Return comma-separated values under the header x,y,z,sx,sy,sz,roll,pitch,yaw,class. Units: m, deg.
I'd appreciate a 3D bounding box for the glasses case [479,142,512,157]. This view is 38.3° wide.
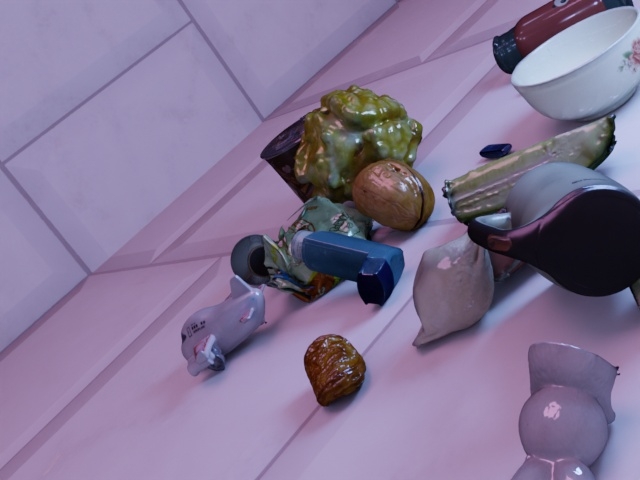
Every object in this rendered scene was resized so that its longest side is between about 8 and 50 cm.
x,y,z,sx,sy,sz,roll,pitch,yaw,class
0.373,-0.188,1.952,0.033,0.023,0.083,-37,19,-22,glasses case

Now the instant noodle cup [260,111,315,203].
x,y,z,sx,sy,sz,roll,pitch,yaw,class
-0.011,-0.198,2.371,0.217,0.207,0.217,-33,17,11,instant noodle cup

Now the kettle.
x,y,z,sx,sy,sz,roll,pitch,yaw,class
0.323,-0.013,1.258,0.240,0.165,0.255,-3,11,3,kettle

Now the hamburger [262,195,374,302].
x,y,z,sx,sy,sz,roll,pitch,yaw,class
-0.005,-0.004,1.964,0.260,0.150,0.276,-26,19,21,hamburger

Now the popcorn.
x,y,z,sx,sy,sz,roll,pitch,yaw,class
0.076,-0.213,2.133,0.274,0.279,0.335,-26,18,-30,popcorn

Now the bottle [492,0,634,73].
x,y,z,sx,sy,sz,roll,pitch,yaw,class
0.571,-0.511,2.218,0.336,0.144,0.144,-22,22,37,bottle

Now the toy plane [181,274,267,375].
x,y,z,sx,sy,sz,roll,pitch,yaw,class
-0.203,0.173,1.905,0.252,0.118,0.252,-46,12,13,toy plane

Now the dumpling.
x,y,z,sx,sy,sz,roll,pitch,yaw,class
0.212,0.059,1.450,0.126,0.216,0.166,3,22,15,dumpling

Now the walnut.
x,y,z,sx,sy,sz,roll,pitch,yaw,class
0.154,-0.093,1.894,0.144,0.144,0.180,-40,49,-15,walnut

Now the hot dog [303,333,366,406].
x,y,z,sx,sy,sz,roll,pitch,yaw,class
0.023,0.213,1.503,0.099,0.065,0.147,-35,29,0,hot dog

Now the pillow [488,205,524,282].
x,y,z,sx,sy,sz,roll,pitch,yaw,class
0.321,-0.009,1.507,0.171,0.075,0.179,-42,16,1,pillow

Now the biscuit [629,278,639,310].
x,y,z,sx,sy,sz,roll,pitch,yaw,class
0.508,0.006,1.168,0.252,0.052,0.150,-33,14,17,biscuit

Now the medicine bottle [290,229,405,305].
x,y,z,sx,sy,sz,roll,pitch,yaw,class
0.047,0.040,1.753,0.258,0.079,0.124,16,42,39,medicine bottle

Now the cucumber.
x,y,z,sx,sy,sz,roll,pitch,yaw,class
0.390,-0.122,1.641,0.325,0.105,0.145,-25,-6,30,cucumber

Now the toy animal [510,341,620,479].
x,y,z,sx,sy,sz,roll,pitch,yaw,class
0.263,0.235,1.012,0.103,0.131,0.221,8,65,19,toy animal

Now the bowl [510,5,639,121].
x,y,z,sx,sy,sz,roll,pitch,yaw,class
0.532,-0.331,1.833,0.277,0.145,0.277,-33,17,12,bowl

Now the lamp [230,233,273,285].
x,y,z,sx,sy,sz,roll,pitch,yaw,class
-0.146,0.046,2.129,0.121,0.121,0.214,-38,7,-7,lamp
